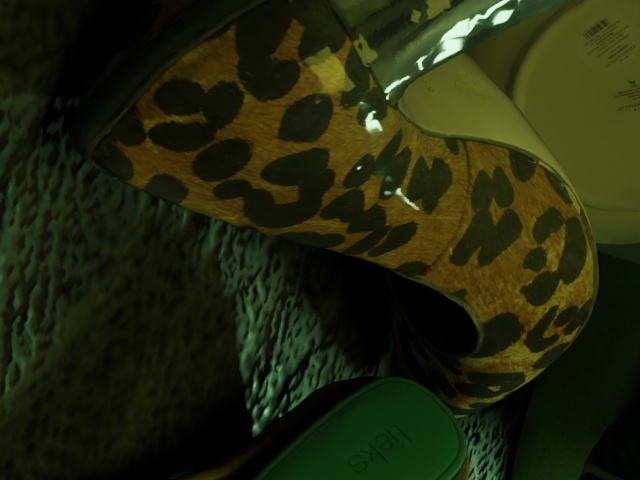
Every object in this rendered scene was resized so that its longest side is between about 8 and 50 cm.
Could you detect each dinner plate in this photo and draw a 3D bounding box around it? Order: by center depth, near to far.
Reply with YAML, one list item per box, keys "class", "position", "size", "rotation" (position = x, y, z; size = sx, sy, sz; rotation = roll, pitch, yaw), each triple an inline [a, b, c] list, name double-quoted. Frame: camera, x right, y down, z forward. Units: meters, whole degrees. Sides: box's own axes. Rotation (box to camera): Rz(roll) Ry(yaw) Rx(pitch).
- class: "dinner plate"
  position: [0.115, -0.054, 0.719]
  size: [0.017, 0.141, 0.141]
  rotation: [-91, 180, -57]

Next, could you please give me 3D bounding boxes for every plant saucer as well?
- class: "plant saucer"
  position: [0.161, 0.088, 0.990]
  size: [0.241, 0.037, 0.241]
  rotation: [-38, 137, -47]

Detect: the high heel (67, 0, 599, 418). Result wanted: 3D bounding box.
- class: "high heel"
  position: [0.000, 0.000, 0.631]
  size: [0.186, 0.093, 0.261]
  rotation: [-22, 146, -25]

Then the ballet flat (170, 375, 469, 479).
- class: "ballet flat"
  position: [-0.034, 0.109, 0.602]
  size: [0.232, 0.080, 0.073]
  rotation: [-21, 157, -50]

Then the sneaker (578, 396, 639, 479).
- class: "sneaker"
  position: [0.194, 0.130, 0.933]
  size: [0.275, 0.107, 0.110]
  rotation: [-11, 129, -57]

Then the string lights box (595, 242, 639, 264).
- class: "string lights box"
  position: [0.171, -0.113, 0.843]
  size: [0.259, 0.076, 0.133]
  rotation: [-42, 141, -44]
